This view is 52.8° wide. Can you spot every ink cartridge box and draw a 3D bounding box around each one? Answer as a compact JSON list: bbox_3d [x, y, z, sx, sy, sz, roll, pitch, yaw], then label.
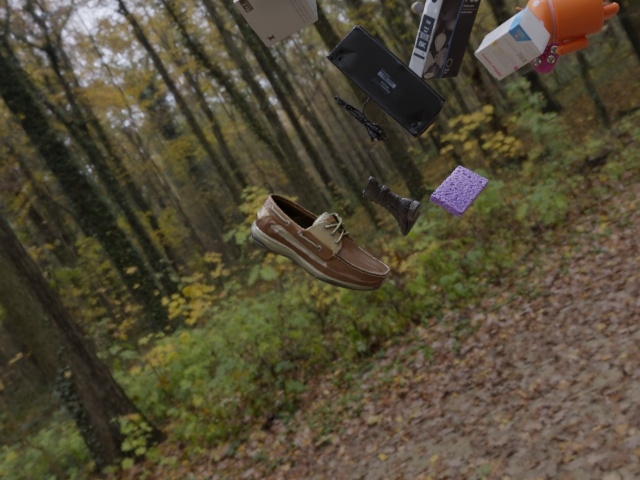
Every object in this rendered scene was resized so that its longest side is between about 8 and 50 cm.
[{"bbox_3d":[0.442,-0.454,1.506,0.143,0.092,0.089,-26,25,49],"label":"ink cartridge box"},{"bbox_3d":[0.355,-0.614,1.784,0.166,0.065,0.332,-16,-49,-35],"label":"ink cartridge box"}]

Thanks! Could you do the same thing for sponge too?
[{"bbox_3d":[0.460,-0.164,2.128,0.210,0.117,0.031,-44,-24,-38],"label":"sponge"}]

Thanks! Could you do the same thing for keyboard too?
[{"bbox_3d":[0.142,-0.375,1.635,0.201,0.317,0.033,-47,-7,4],"label":"keyboard"}]

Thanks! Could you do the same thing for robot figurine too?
[{"bbox_3d":[0.586,-0.539,1.533,0.220,0.158,0.128,-11,41,12],"label":"robot figurine"}]

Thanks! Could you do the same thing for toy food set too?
[{"bbox_3d":[0.432,-0.805,2.180,0.233,0.111,0.104,-21,20,1],"label":"toy food set"}]

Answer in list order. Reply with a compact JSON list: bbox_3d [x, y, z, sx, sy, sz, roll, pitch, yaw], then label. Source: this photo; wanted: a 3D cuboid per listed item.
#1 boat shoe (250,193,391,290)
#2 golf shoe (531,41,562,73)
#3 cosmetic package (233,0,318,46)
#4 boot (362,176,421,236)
[{"bbox_3d":[0.000,0.000,1.387,0.122,0.324,0.119,-42,-26,-62],"label":"boat shoe"},{"bbox_3d":[0.752,-0.706,2.103,0.115,0.305,0.140,11,24,33],"label":"golf shoe"},{"bbox_3d":[-0.110,-0.610,1.577,0.152,0.151,0.183,-22,50,20],"label":"cosmetic package"},{"bbox_3d":[0.267,-0.137,2.478,0.091,0.229,0.263,-56,-14,-22],"label":"boot"}]
